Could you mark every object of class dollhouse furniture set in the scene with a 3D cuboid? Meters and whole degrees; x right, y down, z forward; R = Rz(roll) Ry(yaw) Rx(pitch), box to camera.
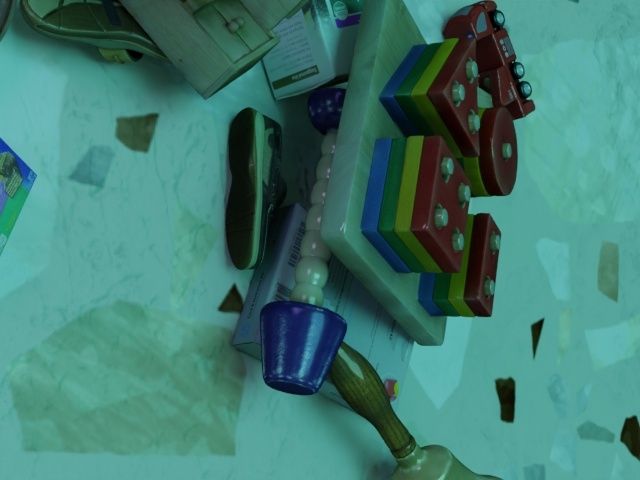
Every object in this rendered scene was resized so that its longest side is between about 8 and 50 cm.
[{"bbox_3d":[-0.051,-0.258,0.874,0.161,0.242,0.212,49,32,-5],"label":"dollhouse furniture set"}]

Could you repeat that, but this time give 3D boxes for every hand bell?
[{"bbox_3d":[0.071,0.185,1.013,0.242,0.126,0.126,54,53,-20],"label":"hand bell"}]

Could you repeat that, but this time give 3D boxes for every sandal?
[{"bbox_3d":[-0.175,-0.177,0.918,0.180,0.049,0.072,2,60,-43],"label":"sandal"}]

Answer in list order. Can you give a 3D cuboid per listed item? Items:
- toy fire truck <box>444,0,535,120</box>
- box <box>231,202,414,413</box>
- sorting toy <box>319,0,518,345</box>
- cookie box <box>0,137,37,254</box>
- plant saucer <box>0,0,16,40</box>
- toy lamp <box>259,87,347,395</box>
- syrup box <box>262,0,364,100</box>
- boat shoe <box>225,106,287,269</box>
[{"bbox_3d":[0.177,-0.163,1.222,0.135,0.047,0.192,-32,103,-40],"label":"toy fire truck"},{"bbox_3d":[0.015,0.071,1.046,0.186,0.038,0.145,32,63,-32],"label":"box"},{"bbox_3d":[0.110,-0.064,1.012,0.257,0.089,0.255,47,48,-54],"label":"sorting toy"},{"bbox_3d":[-0.265,-0.040,0.795,0.107,0.040,0.091,57,45,-55],"label":"cookie box"},{"bbox_3d":[-0.324,-0.208,0.807,0.199,0.036,0.198,9,76,-40],"label":"plant saucer"},{"bbox_3d":[0.000,0.000,0.970,0.080,0.080,0.274,26,66,-35],"label":"toy lamp"},{"bbox_3d":[-0.018,-0.263,1.040,0.093,0.096,0.236,-22,96,-41],"label":"syrup box"},{"bbox_3d":[-0.054,-0.046,0.996,0.049,0.056,0.152,10,75,-34],"label":"boat shoe"}]
